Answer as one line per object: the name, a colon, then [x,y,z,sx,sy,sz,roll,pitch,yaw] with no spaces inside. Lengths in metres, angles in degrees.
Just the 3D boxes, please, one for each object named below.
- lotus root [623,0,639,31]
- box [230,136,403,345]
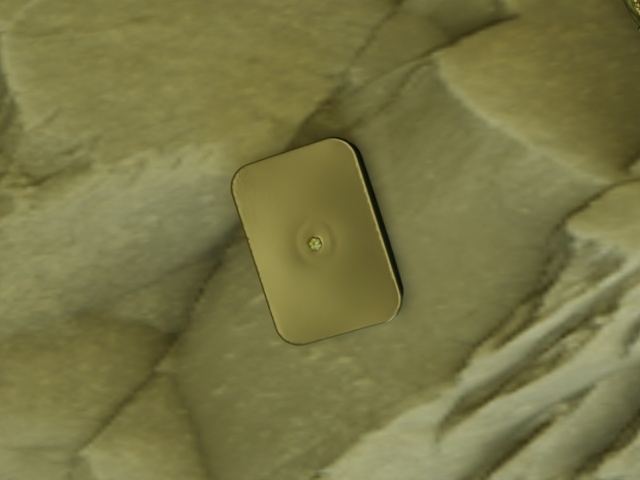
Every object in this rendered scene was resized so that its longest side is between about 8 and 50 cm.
lotus root: [0.228,-0.174,0.861,0.143,0.070,0.144,11,95,8]
box: [0.000,0.000,0.963,0.091,0.031,0.126,-18,92,16]
